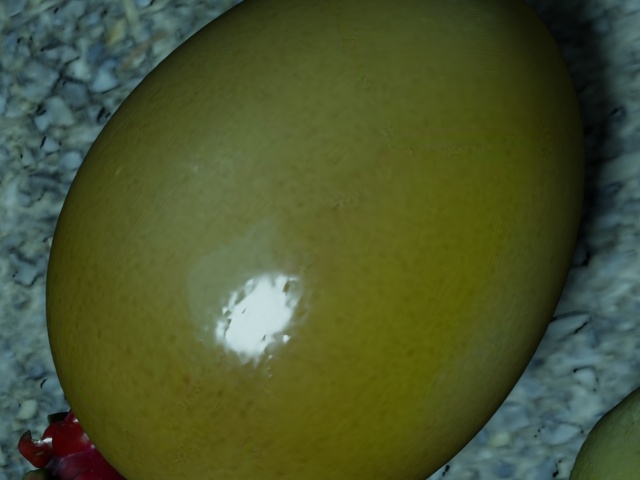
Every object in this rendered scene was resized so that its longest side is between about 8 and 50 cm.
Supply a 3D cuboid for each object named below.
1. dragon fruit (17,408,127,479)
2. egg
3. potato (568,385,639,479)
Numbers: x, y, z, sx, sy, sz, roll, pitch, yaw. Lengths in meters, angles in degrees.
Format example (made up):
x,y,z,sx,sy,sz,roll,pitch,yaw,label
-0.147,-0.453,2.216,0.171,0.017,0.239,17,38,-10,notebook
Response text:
x,y,z,sx,sy,sz,roll,pitch,yaw,label
-0.063,0.205,1.148,0.218,0.273,0.198,-33,36,43,dragon fruit
0.000,0.000,0.996,0.250,0.250,0.322,41,104,23,egg
0.207,0.121,0.947,0.194,0.157,0.157,-4,98,51,potato
